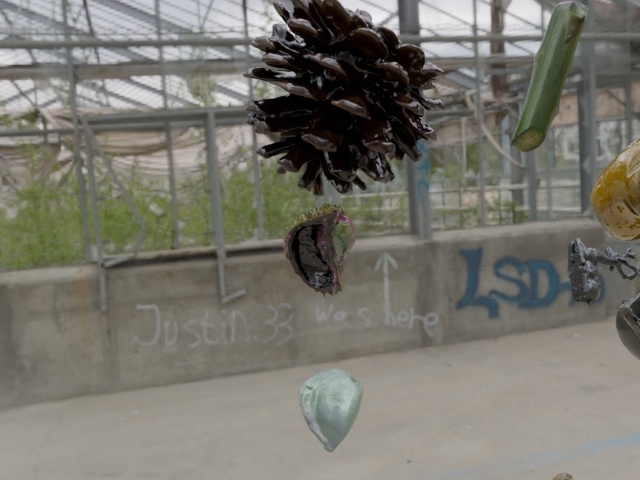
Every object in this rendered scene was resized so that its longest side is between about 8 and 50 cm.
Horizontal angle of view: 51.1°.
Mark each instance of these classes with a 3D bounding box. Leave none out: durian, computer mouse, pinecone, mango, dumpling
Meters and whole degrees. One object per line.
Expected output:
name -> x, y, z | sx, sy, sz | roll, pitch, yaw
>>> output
durian -> 0.002, -0.002, 1.208 | 0.119, 0.187, 0.108 | 9, 34, 23
computer mouse -> 0.793, 0.241, 1.579 | 0.100, 0.170, 0.269 | -43, 16, -6
pinecone -> 0.036, -0.261, 1.268 | 0.397, 0.398, 0.398 | -4, 5, 0
mango -> 0.296, -0.050, 0.616 | 0.075, 0.098, 0.190 | 24, 1, 17
dumpling -> 0.022, 0.416, 1.667 | 0.149, 0.105, 0.217 | 8, 49, 14

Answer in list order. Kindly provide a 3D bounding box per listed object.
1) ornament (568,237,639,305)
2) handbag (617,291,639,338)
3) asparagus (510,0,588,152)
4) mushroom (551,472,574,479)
ornament -> 0.846, 0.103, 1.948 | 0.236, 0.202, 0.080 | 9, -25, -13
handbag -> 0.633, 0.101, 1.000 | 0.325, 0.327, 0.162 | -52, 15, -23
asparagus -> 0.399, -0.286, 1.166 | 0.067, 0.278, 0.060 | 16, -6, 8
mushroom -> 0.523, 0.502, 1.211 | 0.093, 0.116, 0.225 | -11, 14, -34
